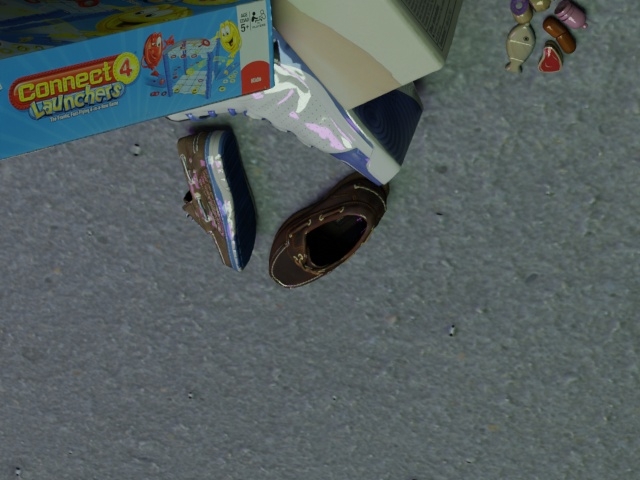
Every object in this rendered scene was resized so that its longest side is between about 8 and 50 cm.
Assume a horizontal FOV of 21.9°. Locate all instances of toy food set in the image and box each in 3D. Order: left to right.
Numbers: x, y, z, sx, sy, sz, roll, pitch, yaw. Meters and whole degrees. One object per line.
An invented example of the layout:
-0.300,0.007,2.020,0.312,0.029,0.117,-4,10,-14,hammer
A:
0.221,-0.205,1.614,0.078,0.019,0.122,9,136,9,toy food set

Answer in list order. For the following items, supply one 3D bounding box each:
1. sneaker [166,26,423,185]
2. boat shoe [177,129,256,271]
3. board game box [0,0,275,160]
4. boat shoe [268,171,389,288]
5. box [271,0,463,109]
-0.059,-0.170,1.677,0.315,0.127,0.182,41,136,-13,sneaker
-0.118,-0.047,1.856,0.066,0.066,0.183,5,125,20,boat shoe
-0.252,-0.179,1.497,0.308,0.302,0.086,24,124,46,board game box
0.000,0.000,1.854,0.073,0.073,0.207,30,136,-14,boat shoe
-0.008,-0.287,1.515,0.121,0.148,0.311,-22,123,34,box
